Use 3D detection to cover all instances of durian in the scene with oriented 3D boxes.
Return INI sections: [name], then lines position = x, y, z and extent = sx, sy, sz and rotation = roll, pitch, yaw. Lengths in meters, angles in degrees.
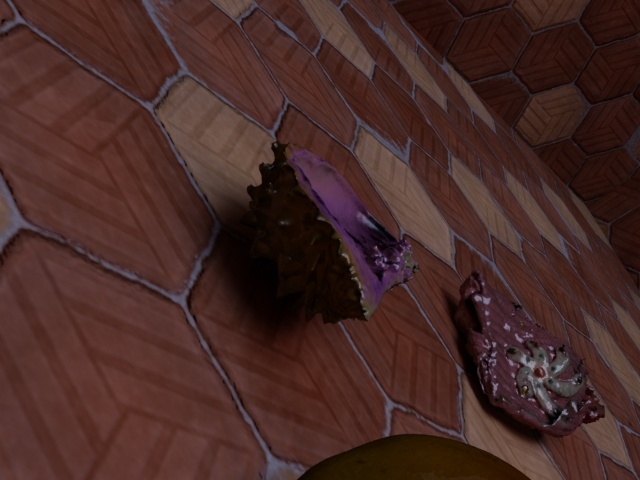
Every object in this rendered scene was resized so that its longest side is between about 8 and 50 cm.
[durian]
position = 0.001, -0.001, 0.876
extent = 0.191, 0.112, 0.341
rotation = 45, 12, 4

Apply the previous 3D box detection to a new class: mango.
[mango]
position = 0.077, 0.213, 0.609
extent = 0.221, 0.152, 0.120
rotation = 30, -10, -10

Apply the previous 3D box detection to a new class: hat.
[hat]
position = 0.313, 0.183, 1.229
extent = 0.286, 0.107, 0.237
rotation = 35, 37, -29
